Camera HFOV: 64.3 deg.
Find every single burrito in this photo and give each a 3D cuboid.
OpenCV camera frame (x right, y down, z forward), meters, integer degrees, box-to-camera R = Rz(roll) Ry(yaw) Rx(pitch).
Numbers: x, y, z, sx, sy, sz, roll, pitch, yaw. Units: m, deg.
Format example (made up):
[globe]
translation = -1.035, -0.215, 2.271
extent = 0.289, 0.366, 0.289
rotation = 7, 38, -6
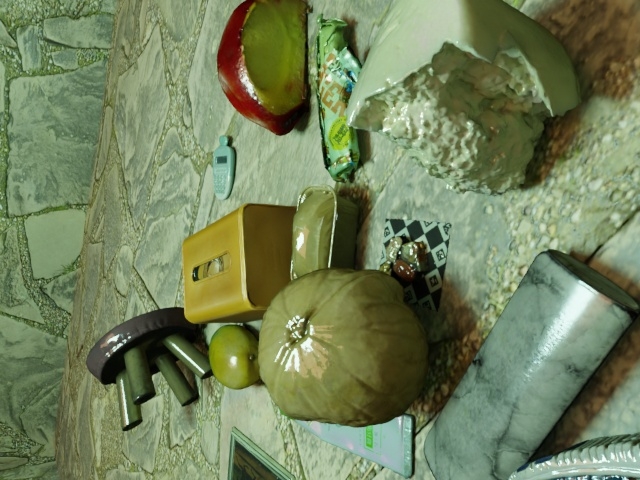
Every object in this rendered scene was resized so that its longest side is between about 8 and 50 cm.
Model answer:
[burrito]
translation = 0.036, -0.241, 0.824
extent = 0.104, 0.054, 0.288
rotation = -20, 71, 51

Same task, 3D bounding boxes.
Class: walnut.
[walnut]
translation = 0.033, 0.138, 0.662
extent = 0.228, 0.228, 0.228
rotation = -6, 82, 53

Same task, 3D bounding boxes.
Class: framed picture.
[framed picture]
translation = -0.131, 0.517, 1.025
extent = 0.252, 0.014, 0.197
rotation = 7, 93, 54

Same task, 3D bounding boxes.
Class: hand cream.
[hand cream]
translation = 0.036, 0.288, 0.800
extent = 0.275, 0.050, 0.079
rotation = -1, 114, 49

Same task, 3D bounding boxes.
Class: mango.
[mango]
translation = -0.183, 0.240, 1.062
extent = 0.194, 0.091, 0.130
rotation = -17, 77, 61

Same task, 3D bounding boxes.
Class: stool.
[stool]
translation = -0.393, 0.302, 1.213
extent = 0.178, 0.272, 0.272
rotation = 56, 131, 23

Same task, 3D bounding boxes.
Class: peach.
[peach]
translation = -0.118, -0.320, 0.968
extent = 0.154, 0.158, 0.267
rotation = -10, 81, 59

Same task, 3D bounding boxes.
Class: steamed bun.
[steamed bun]
translation = 0.149, -0.147, 0.519
extent = 0.170, 0.225, 0.200
rotation = 30, 109, 50

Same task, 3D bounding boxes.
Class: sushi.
[sushi]
translation = 0.119, 0.029, 0.713
extent = 0.126, 0.026, 0.120
rotation = 10, 95, 53

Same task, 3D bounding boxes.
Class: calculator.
[calculator]
translation = -0.231, -0.173, 1.209
extent = 0.095, 0.021, 0.153
rotation = 9, 95, 53

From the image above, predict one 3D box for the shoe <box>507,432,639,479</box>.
[shoe]
translation = 0.263, 0.229, 0.447
extent = 0.207, 0.091, 0.106
rotation = -30, 63, 48

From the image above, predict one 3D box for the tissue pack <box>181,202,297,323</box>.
[tissue pack]
translation = -0.151, 0.057, 0.985
extent = 0.274, 0.145, 0.195
rotation = -22, 72, 52

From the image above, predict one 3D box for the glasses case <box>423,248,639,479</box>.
[glasses case]
translation = 0.211, 0.162, 0.546
extent = 0.114, 0.060, 0.299
rotation = 54, 129, 52

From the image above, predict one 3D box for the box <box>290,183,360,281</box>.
[box]
translation = 0.000, 0.000, 0.814
extent = 0.111, 0.111, 0.177
rotation = 8, 94, 54
